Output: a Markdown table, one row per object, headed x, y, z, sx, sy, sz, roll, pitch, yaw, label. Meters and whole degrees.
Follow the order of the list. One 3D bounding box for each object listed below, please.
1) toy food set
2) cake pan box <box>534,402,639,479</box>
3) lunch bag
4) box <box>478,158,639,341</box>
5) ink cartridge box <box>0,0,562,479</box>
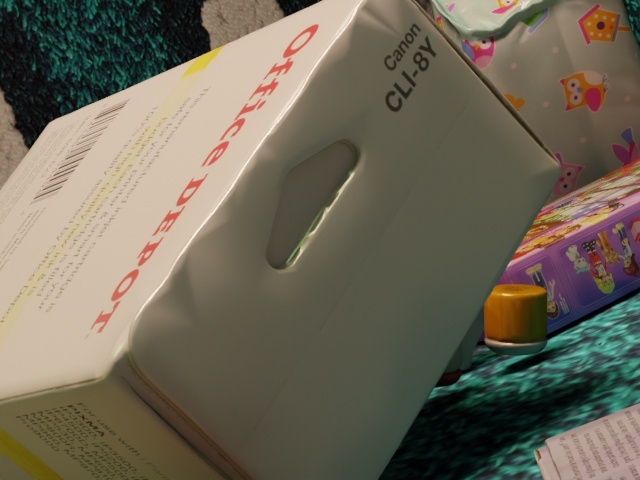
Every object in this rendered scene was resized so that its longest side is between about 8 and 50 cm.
| x | y | z | sx | sy | sz | roll | pitch | yaw | label |
| --- | --- | --- | --- | --- | --- | --- | --- | --- | --- |
| 0.040 | 0.075 | 1.254 | 0.232 | 0.104 | 0.111 | 7 | 11 | 43 | toy food set |
| 0.198 | 0.070 | 0.598 | 0.246 | 0.070 | 0.267 | -21 | 5 | 3 | cake pan box |
| 0.175 | -0.141 | 1.638 | 0.160 | 0.223 | 0.262 | -24 | 26 | -4 | lunch bag |
| 0.217 | -0.012 | 1.380 | 0.293 | 0.057 | 0.201 | -25 | 6 | -21 | box |
| -0.085 | 0.038 | 1.107 | 0.385 | 0.160 | 0.279 | -16 | 36 | 55 | ink cartridge box |
